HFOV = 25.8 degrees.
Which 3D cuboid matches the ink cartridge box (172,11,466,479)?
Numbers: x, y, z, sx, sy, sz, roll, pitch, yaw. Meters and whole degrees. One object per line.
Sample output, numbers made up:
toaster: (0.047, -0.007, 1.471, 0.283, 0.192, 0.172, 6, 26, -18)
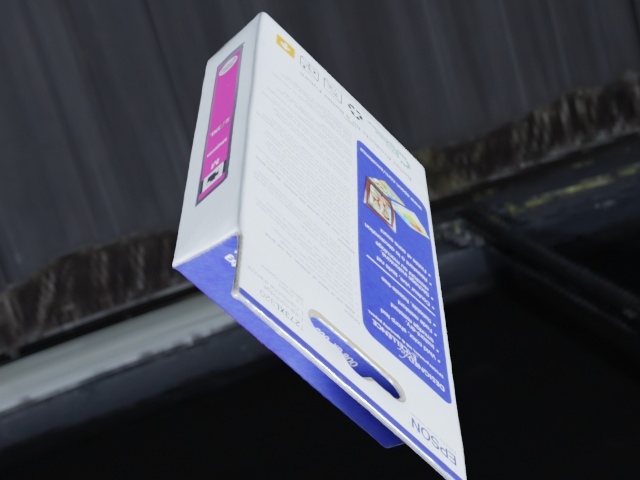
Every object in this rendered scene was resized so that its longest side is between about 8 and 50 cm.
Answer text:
ink cartridge box: (0.000, 0.000, 0.858, 0.069, 0.176, 0.371, -40, -157, 18)
